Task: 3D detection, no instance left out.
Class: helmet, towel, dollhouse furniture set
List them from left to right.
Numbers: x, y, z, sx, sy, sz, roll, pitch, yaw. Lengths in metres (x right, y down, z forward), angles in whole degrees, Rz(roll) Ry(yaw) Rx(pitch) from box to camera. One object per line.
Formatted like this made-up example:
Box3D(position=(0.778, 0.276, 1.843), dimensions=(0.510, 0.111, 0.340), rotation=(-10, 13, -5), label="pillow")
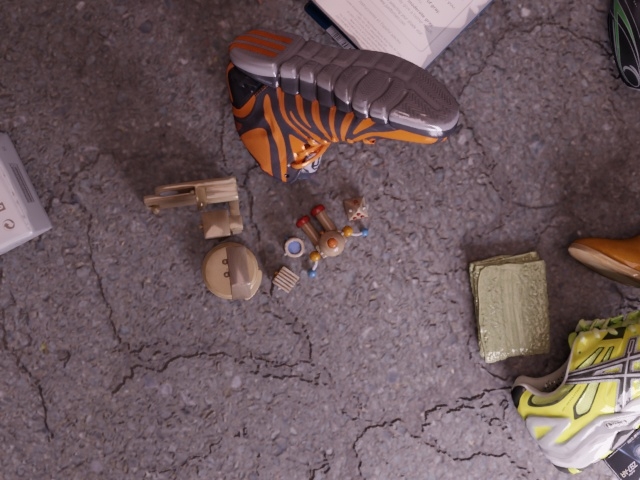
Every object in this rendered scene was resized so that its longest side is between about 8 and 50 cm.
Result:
Box3D(position=(-0.161, 0.002, 1.543), dimensions=(0.123, 0.144, 0.151), rotation=(-8, 79, -5), label="dollhouse furniture set")
Box3D(position=(0.267, 0.093, 1.665), dimensions=(0.110, 0.027, 0.148), rotation=(-8, 93, -6), label="towel")
Box3D(position=(0.467, -0.293, 1.602), dimensions=(0.169, 0.169, 0.161), rotation=(-11, 111, -5), label="helmet")

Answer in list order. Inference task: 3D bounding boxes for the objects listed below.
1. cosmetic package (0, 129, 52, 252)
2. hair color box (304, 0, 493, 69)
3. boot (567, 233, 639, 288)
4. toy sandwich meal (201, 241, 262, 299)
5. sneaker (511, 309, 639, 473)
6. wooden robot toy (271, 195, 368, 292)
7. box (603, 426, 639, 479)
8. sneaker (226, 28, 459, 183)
Box3D(position=(-0.545, 0.002, 1.500), dimensions=(0.366, 0.197, 0.155), rotation=(-25, 95, -5), label="cosmetic package")
Box3D(position=(0.161, -0.376, 1.587), dimensions=(0.347, 0.105, 0.174), rotation=(-45, 98, -1), label="hair color box")
Box3D(position=(0.503, -0.025, 1.652), dimensions=(0.295, 0.104, 0.211), rotation=(19, 86, -11), label="boot")
Box3D(position=(-0.121, 0.042, 1.626), dimensions=(0.086, 0.029, 0.085), rotation=(0, 91, -3), label="toy sandwich meal")
Box3D(position=(0.417, 0.153, 1.582), dimensions=(0.147, 0.145, 0.385), rotation=(45, 109, -2), label="sneaker")
Box3D(position=(0.000, 0.000, 1.608), dimensions=(0.173, 0.079, 0.076), rotation=(-39, 96, -3), label="wooden robot toy")
Box3D(position=(0.453, 0.308, 1.699), dimensions=(0.083, 0.018, 0.067), rotation=(-39, 96, -2), label="box")
Box3D(position=(0.026, -0.152, 1.544), dimensions=(0.321, 0.124, 0.180), rotation=(22, 132, 23), label="sneaker")
